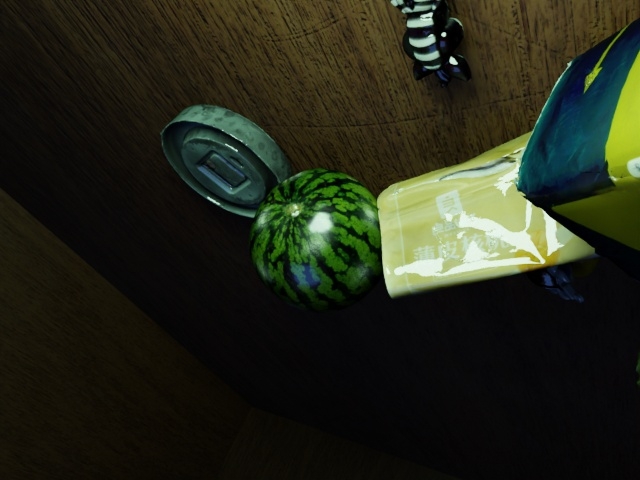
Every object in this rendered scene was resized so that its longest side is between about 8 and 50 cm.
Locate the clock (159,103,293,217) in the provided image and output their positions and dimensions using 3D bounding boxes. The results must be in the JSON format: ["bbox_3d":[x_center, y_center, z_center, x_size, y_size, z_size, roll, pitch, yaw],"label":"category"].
[{"bbox_3d":[-0.206,-0.169,1.235,0.312,0.061,0.313,21,151,12],"label":"clock"}]

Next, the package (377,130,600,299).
[{"bbox_3d":[0.245,-0.050,0.847,0.311,0.221,0.165,-15,111,24],"label":"package"}]

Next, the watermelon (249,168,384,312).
[{"bbox_3d":[0.000,0.000,1.102,0.285,0.285,0.285,21,151,12],"label":"watermelon"}]

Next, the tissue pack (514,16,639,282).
[{"bbox_3d":[0.423,-0.109,0.497,0.264,0.253,0.416,30,167,-9],"label":"tissue pack"}]

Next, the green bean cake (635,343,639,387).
[{"bbox_3d":[0.711,0.210,0.902,0.319,0.218,0.335,2,144,39],"label":"green bean cake"}]

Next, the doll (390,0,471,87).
[{"bbox_3d":[0.136,-0.299,0.722,0.091,0.067,0.219,9,141,37],"label":"doll"}]

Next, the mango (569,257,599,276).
[{"bbox_3d":[0.459,0.029,0.994,0.078,0.057,0.114,2,150,34],"label":"mango"}]

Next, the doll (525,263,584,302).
[{"bbox_3d":[0.387,0.041,0.971,0.195,0.070,0.096,58,180,43],"label":"doll"}]
